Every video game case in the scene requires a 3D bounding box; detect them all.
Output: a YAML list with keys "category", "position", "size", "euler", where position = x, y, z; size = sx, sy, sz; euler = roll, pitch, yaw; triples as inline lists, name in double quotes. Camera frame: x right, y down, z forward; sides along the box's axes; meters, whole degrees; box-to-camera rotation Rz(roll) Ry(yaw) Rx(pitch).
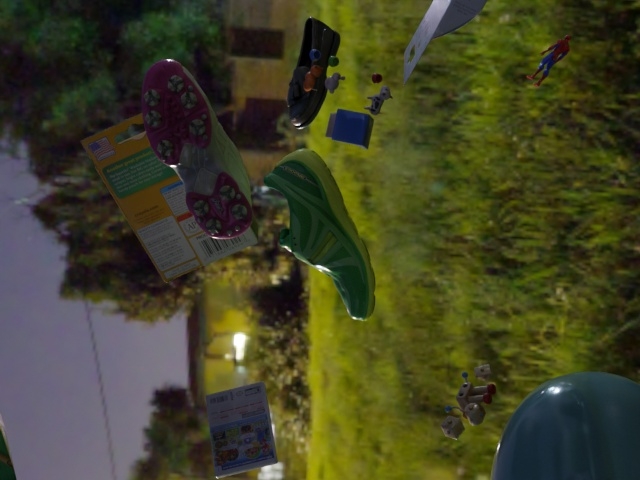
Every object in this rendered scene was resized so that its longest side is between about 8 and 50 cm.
- category: "video game case"
  position: [-0.111, 0.261, 1.235]
  size: [0.011, 0.087, 0.122]
  euler: [73, -177, -55]

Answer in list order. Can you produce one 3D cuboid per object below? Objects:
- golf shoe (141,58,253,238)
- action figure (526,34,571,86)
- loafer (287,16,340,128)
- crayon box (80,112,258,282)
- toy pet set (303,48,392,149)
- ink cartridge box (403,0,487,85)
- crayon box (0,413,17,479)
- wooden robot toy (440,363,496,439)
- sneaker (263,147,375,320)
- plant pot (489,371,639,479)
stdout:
- category: "golf shoe"
  position: [-0.199, -0.155, 1.462]
  size: [0.140, 0.115, 0.306]
  euler: [-76, -33, -67]
- category: "action figure"
  position: [0.444, -0.351, 1.712]
  size: [0.115, 0.038, 0.030]
  euler: [-49, 25, 2]
- category: "loafer"
  position: [-0.032, -0.367, 1.931]
  size: [0.096, 0.084, 0.267]
  euler: [-14, 50, 43]
- category: "crayon box"
  position: [-0.275, -0.102, 1.665]
  size: [0.083, 0.203, 0.323]
  euler: [-99, -15, -62]
- category: "toy pet set"
  position: [0.042, -0.186, 1.188]
  size: [0.065, 0.122, 0.114]
  euler: [13, 91, 56]
- category: "ink cartridge box"
  position: [0.205, -0.355, 1.362]
  size: [0.189, 0.066, 0.232]
  euler: [-78, 11, -62]
- category: "crayon box"
  position: [-0.610, 0.284, 1.547]
  size: [0.165, 0.081, 0.278]
  euler: [-135, 35, -54]
- category: "wooden robot toy"
  position: [0.285, 0.309, 1.625]
  size: [0.173, 0.076, 0.079]
  euler: [-52, -54, -44]
- category: "sneaker"
  position: [0.000, 0.000, 1.435]
  size: [0.295, 0.123, 0.109]
  euler: [64, 179, -8]
- category: "plant pot"
  position: [0.351, 0.312, 1.134]
  size: [0.235, 0.293, 0.293]
  euler: [-80, -5, -48]
